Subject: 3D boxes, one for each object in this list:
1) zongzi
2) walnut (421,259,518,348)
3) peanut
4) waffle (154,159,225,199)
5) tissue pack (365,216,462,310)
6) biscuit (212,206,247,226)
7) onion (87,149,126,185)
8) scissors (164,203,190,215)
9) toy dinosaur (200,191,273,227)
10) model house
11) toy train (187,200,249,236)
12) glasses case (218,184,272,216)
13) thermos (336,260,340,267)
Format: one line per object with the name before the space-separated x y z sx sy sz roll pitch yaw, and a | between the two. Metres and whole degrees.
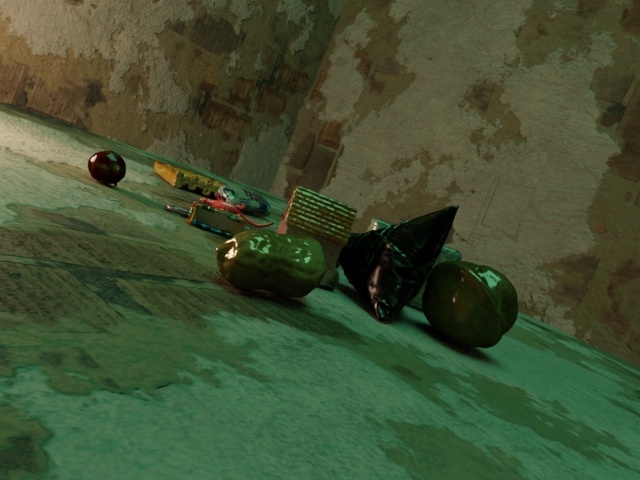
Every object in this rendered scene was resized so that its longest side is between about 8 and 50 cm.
zongzi | 0.231 0.033 1.661 0.319 0.362 0.383 40 0 -11
walnut | 0.397 0.169 1.616 0.227 0.282 0.283 -25 27 -21
peanut | -0.085 0.051 1.285 0.159 0.143 0.291 14 2 38
waffle | -0.567 -0.267 2.704 0.348 0.077 0.304 18 6 -37
tissue pack | 0.273 0.081 1.940 0.311 0.227 0.128 22 7 -6
biscuit | -0.325 -0.076 1.997 0.170 0.050 0.170 21 6 -2
onion | -0.666 -0.226 1.837 0.117 0.118 0.119 -14 -18 35
scissors | -0.387 -0.072 1.870 0.212 0.021 0.110 22 3 -6
toy dinosaur | -0.330 -0.102 2.277 0.286 0.070 0.139 23 -17 -15
model house | -0.021 -0.016 1.683 0.202 0.237 0.237 20 6 -8
toy train | -0.313 -0.059 1.803 0.188 0.072 0.099 19 1 -24
glasses case | -0.330 -0.173 2.633 0.125 0.076 0.327 54 20 23
thermos | -0.015 0.041 1.923 0.124 0.098 0.232 -17 28 -27
